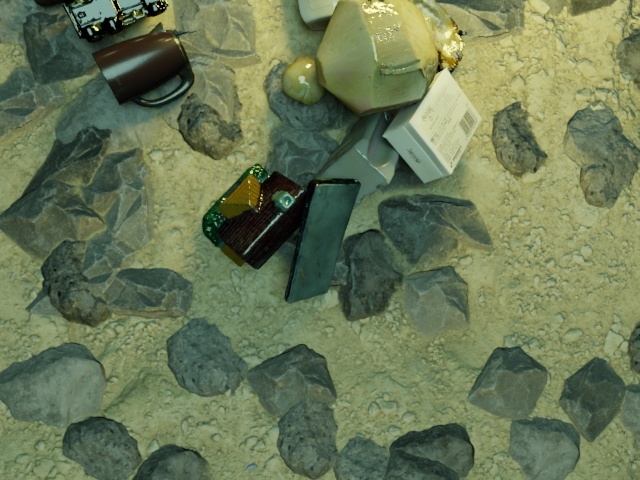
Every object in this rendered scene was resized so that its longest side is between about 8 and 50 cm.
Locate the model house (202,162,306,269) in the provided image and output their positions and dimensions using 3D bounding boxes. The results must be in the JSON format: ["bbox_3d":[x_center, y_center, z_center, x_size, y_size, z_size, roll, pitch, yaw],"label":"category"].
[{"bbox_3d":[-0.181,-0.065,1.503,0.230,0.249,0.280,42,85,-9],"label":"model house"}]

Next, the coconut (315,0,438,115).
[{"bbox_3d":[0.142,-0.508,1.470,0.353,0.352,0.352,-1,93,-11],"label":"coconut"}]

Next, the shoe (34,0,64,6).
[{"bbox_3d":[-0.682,-0.761,1.440,0.137,0.114,0.291,42,82,-15],"label":"shoe"}]

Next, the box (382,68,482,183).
[{"bbox_3d":[0.338,-0.339,1.591,0.203,0.116,0.274,46,57,-20],"label":"box"}]

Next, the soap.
[{"bbox_3d":[0.120,-0.247,1.656,0.159,0.258,0.302,39,42,-11],"label":"soap"}]

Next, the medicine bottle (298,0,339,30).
[{"bbox_3d":[0.012,-0.798,1.562,0.179,0.124,0.324,-8,96,12],"label":"medicine bottle"}]

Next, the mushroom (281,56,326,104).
[{"bbox_3d":[-0.043,-0.471,1.578,0.148,0.112,0.148,0,92,-13],"label":"mushroom"}]

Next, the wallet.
[{"bbox_3d":[0.000,0.000,1.534,0.191,0.046,0.379,-10,124,-46],"label":"wallet"}]

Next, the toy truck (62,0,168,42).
[{"bbox_3d":[-0.555,-0.638,1.468,0.257,0.127,0.127,-27,104,-9],"label":"toy truck"}]

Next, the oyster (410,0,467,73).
[{"bbox_3d":[0.297,-0.662,1.621,0.361,0.096,0.221,39,45,-16],"label":"oyster"}]

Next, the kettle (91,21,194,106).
[{"bbox_3d":[-0.478,-0.472,1.488,0.232,0.144,0.202,-28,117,-11],"label":"kettle"}]
